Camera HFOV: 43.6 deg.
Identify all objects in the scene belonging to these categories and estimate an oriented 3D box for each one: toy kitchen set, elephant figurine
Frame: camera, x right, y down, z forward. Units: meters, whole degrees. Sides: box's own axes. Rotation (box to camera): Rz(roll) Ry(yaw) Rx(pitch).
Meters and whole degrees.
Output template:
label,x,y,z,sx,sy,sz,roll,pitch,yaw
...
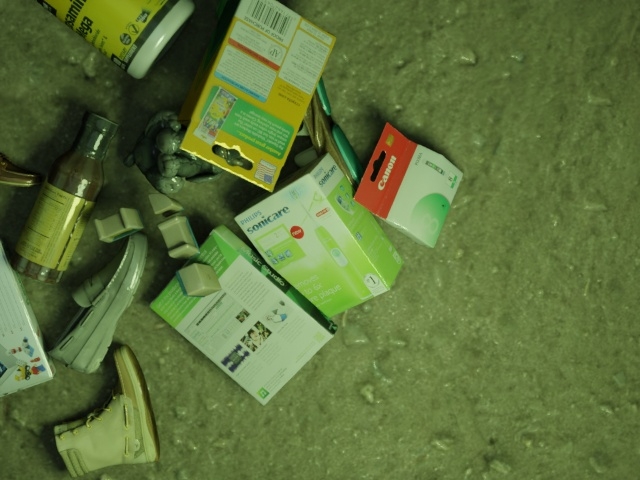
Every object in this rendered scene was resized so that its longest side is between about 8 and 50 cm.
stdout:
label,x,y,z,sx,sy,sz,roll,pitch,yaw
toy kitchen set,-0.316,0.030,1.544,0.166,0.122,0.207,-23,82,6
elephant figurine,-0.234,-0.174,1.594,0.239,0.186,0.169,-10,138,-40

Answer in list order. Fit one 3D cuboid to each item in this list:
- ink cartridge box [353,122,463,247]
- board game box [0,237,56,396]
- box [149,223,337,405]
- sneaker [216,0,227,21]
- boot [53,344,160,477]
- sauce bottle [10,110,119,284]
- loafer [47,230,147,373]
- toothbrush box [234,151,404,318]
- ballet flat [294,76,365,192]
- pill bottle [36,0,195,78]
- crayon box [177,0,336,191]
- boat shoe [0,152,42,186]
label,x,y,z,sx,sy,sz,roll,pitch,yaw
ink cartridge box,0.187,-0.112,1.645,0.225,0.056,0.181,32,77,-42
board game box,-0.683,0.168,1.617,0.193,0.053,0.305,-18,101,-7
box,-0.159,0.154,1.638,0.322,0.058,0.232,42,110,-5
sneaker,-0.151,-0.413,1.589,0.109,0.123,0.295,3,117,-22
boot,-0.457,0.359,1.665,0.203,0.095,0.262,-11,104,-6
sauce bottle,-0.497,-0.086,1.581,0.111,0.111,0.344,26,93,-12
loafer,-0.447,0.118,1.618,0.111,0.112,0.319,25,95,-20
toothbrush box,0.000,0.000,1.621,0.206,0.122,0.283,-27,103,32
ballet flat,-0.015,-0.228,1.643,0.124,0.116,0.342,-22,102,15
pill bottle,-0.417,-0.475,1.493,0.334,0.188,0.188,38,91,-12
crayon box,-0.127,-0.277,1.483,0.203,0.083,0.323,25,84,-29
boat shoe,-0.638,-0.144,1.571,0.178,0.064,0.060,12,99,-8
